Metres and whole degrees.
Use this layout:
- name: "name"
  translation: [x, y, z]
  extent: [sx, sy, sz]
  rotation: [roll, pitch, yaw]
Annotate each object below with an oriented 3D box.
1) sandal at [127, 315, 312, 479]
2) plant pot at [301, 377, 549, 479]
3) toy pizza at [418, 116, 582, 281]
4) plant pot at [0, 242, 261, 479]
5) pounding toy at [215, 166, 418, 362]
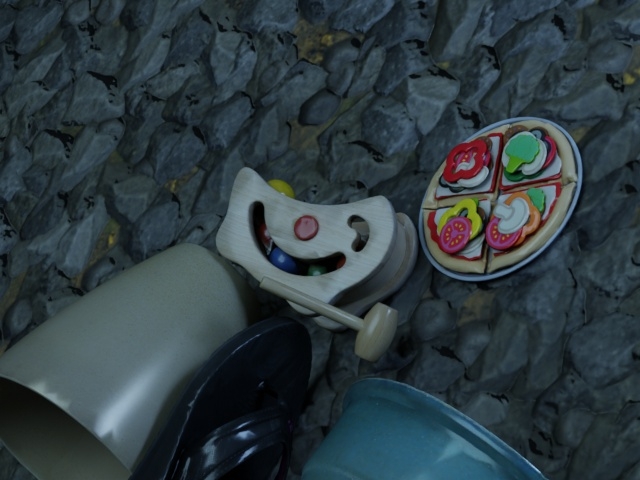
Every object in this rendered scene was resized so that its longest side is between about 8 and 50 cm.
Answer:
- name: "sandal"
  translation: [-0.120, 0.270, 1.868]
  extent: [0.107, 0.167, 0.446]
  rotation: [18, 59, 35]
- name: "plant pot"
  translation: [0.041, 0.351, 1.515]
  extent: [0.334, 0.341, 0.341]
  rotation: [-45, 39, -20]
- name: "toy pizza"
  translation: [0.186, -0.050, 1.966]
  extent: [0.201, 0.032, 0.201]
  rotation: [-22, 49, 28]
- name: "plant pot"
  translation: [-0.195, 0.139, 2.023]
  extent: [0.256, 0.256, 0.274]
  rotation: [11, 51, 44]
- name: "pounding toy"
  translation: [0.000, 0.000, 1.976]
  extent: [0.269, 0.155, 0.154]
  rotation: [35, 89, 30]
